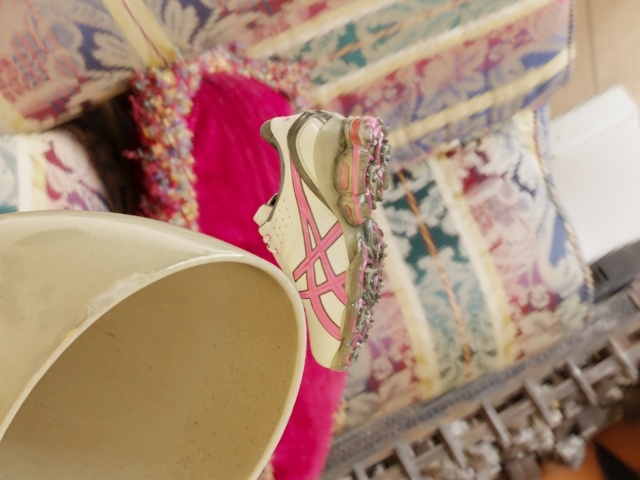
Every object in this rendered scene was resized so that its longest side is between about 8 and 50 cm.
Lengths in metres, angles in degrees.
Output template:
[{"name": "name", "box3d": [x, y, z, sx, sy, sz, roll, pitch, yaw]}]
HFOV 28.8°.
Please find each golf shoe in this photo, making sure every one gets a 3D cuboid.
[{"name": "golf shoe", "box3d": [0.000, 0.000, 0.831, 0.086, 0.067, 0.186, 8, 116, 16]}]

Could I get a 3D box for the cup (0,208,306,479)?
[{"name": "cup", "box3d": [-0.208, 0.103, 1.008, 0.331, 0.237, 0.331, -33, 141, -32]}]
